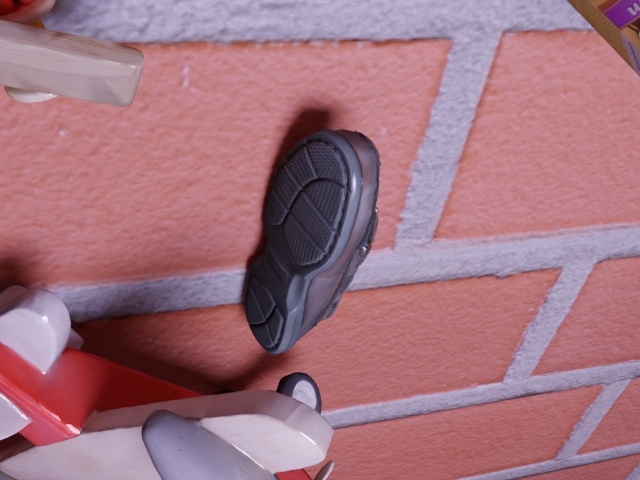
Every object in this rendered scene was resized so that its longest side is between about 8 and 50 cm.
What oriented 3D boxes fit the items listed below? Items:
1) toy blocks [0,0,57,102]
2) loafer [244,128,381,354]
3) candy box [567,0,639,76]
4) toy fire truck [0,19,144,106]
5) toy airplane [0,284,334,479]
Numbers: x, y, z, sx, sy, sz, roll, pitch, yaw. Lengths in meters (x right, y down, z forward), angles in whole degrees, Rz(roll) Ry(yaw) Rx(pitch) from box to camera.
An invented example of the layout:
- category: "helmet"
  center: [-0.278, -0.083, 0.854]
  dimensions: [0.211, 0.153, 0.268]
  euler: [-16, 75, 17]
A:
- category: "toy blocks"
  center: [-0.220, -0.145, 0.416]
  dimensions: [0.123, 0.054, 0.148]
  euler: [-14, 137, -3]
- category: "loafer"
  center: [0.000, 0.000, 0.645]
  dimensions: [0.084, 0.096, 0.268]
  euler: [-18, 150, -33]
- category: "candy box"
  center: [0.245, -0.160, 0.477]
  dimensions: [0.109, 0.187, 0.053]
  euler: [-34, 137, 15]
- category: "toy fire truck"
  center: [-0.198, -0.086, 0.315]
  dimensions: [0.217, 0.246, 0.158]
  euler: [-14, 114, 53]
- category: "toy airplane"
  center: [-0.180, 0.211, 0.645]
  dimensions: [0.384, 0.273, 0.386]
  euler: [6, 150, 1]
